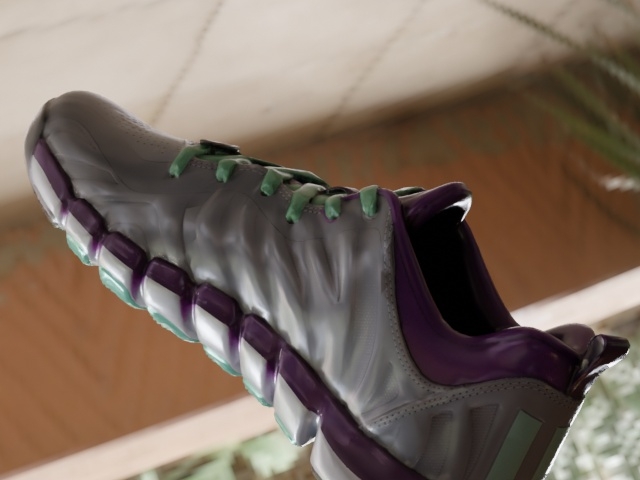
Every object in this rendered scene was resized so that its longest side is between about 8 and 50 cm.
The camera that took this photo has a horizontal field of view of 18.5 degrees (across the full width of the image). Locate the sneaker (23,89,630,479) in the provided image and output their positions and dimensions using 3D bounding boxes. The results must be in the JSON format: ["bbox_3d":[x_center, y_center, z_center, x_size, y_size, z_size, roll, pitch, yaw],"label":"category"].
[{"bbox_3d":[0.000,0.000,0.633,0.083,0.223,0.098,-4,131,-58],"label":"sneaker"}]
